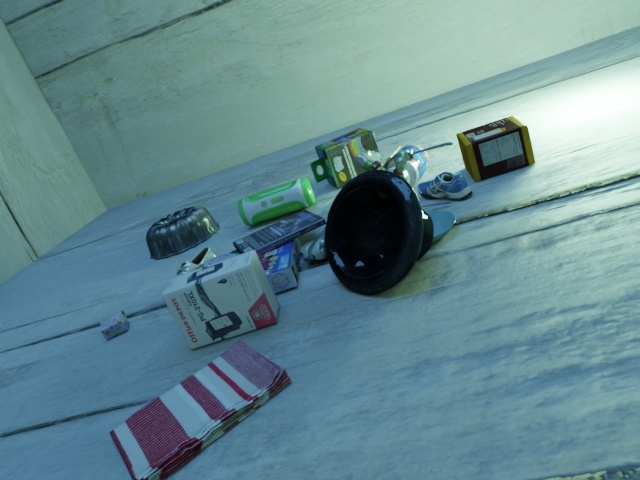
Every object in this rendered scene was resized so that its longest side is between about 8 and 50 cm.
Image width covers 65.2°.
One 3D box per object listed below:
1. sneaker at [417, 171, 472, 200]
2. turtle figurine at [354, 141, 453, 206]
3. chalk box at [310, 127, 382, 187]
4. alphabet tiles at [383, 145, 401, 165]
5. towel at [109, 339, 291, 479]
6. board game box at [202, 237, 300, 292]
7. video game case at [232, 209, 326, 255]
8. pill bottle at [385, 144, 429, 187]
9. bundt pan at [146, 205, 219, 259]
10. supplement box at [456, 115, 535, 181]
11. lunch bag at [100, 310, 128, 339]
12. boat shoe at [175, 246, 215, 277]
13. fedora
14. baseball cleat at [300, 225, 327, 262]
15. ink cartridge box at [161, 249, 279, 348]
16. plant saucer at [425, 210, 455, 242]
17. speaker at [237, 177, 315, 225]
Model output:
[{"bbox_3d":[0.388,-0.179,1.589,0.080,0.081,0.211,-34,22,-27],"label":"sneaker"},{"bbox_3d":[0.240,-0.176,1.510,0.275,0.198,0.266,-47,47,-6],"label":"turtle figurine"},{"bbox_3d":[0.095,-0.346,2.161,0.289,0.180,0.179,-23,20,-7],"label":"chalk box"},{"bbox_3d":[0.208,-0.241,1.830,0.237,0.009,0.198,-53,-4,40],"label":"alphabet tiles"},{"bbox_3d":[-0.245,0.327,1.002,0.329,0.037,0.237,-32,22,-27],"label":"towel"},{"bbox_3d":[-0.222,0.094,1.517,0.318,0.066,0.319,-19,19,6],"label":"board game box"},{"bbox_3d":[-0.137,-0.023,1.611,0.274,0.026,0.196,-24,18,-14],"label":"video game case"},{"bbox_3d":[0.303,-0.252,1.796,0.124,0.124,0.221,-8,25,32],"label":"pill bottle"},{"bbox_3d":[-0.621,-0.049,2.203,0.330,0.124,0.331,-19,21,8],"label":"bundt pan"},{"bbox_3d":[0.574,-0.306,1.655,0.194,0.129,0.191,-17,20,12],"label":"supplement box"},{"bbox_3d":[-0.632,0.257,1.539,0.071,0.053,0.083,-27,30,-9],"label":"lunch bag"},{"bbox_3d":[-0.434,0.109,1.661,0.096,0.088,0.267,-7,24,34],"label":"boat shoe"},{"bbox_3d":[0.159,-0.015,1.241,0.152,0.334,0.334,6,1,-36],"label":"fedora"},{"bbox_3d":[0.000,0.000,1.536,0.109,0.072,0.206,-18,16,29],"label":"baseball cleat"},{"bbox_3d":[-0.245,0.149,1.251,0.237,0.172,0.100,-19,20,7],"label":"ink cartridge box"},{"bbox_3d":[0.276,-0.023,1.367,0.195,0.037,0.195,-19,21,8],"label":"plant saucer"},{"bbox_3d":[-0.178,-0.155,2.028,0.296,0.131,0.131,-18,20,10],"label":"speaker"}]
